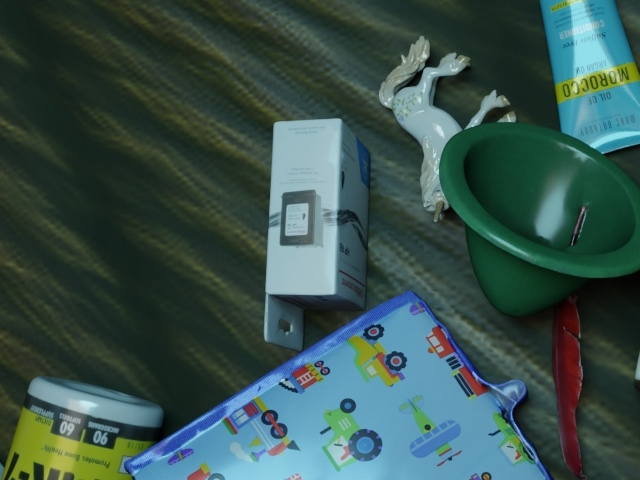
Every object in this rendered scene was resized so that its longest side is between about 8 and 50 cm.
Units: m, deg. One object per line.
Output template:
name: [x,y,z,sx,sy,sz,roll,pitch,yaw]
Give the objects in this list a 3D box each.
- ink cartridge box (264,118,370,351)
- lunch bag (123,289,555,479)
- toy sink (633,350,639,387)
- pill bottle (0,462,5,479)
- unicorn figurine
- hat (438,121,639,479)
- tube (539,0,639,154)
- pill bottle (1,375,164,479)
ink cartridge box: [0.000,0.000,0.841,0.060,0.104,0.180,-1,79,16]
lunch bag: [0.037,0.191,0.788,0.293,0.138,0.221,-34,68,-2]
toy sink: [0.323,0.005,0.722,0.153,0.131,0.234,12,82,19]
pill bottle: [-0.379,0.290,0.886,0.131,0.131,0.229,22,87,20]
unicorn figurine: [0.107,-0.092,0.857,0.111,0.060,0.162,-41,54,7]
hat: [0.153,0.037,0.805,0.173,0.183,0.208,13,39,-5]
tube: [0.220,-0.172,0.841,0.080,0.052,0.207,-16,81,25]
pill bottle: [-0.215,0.229,0.854,0.119,0.119,0.208,12,83,19]
